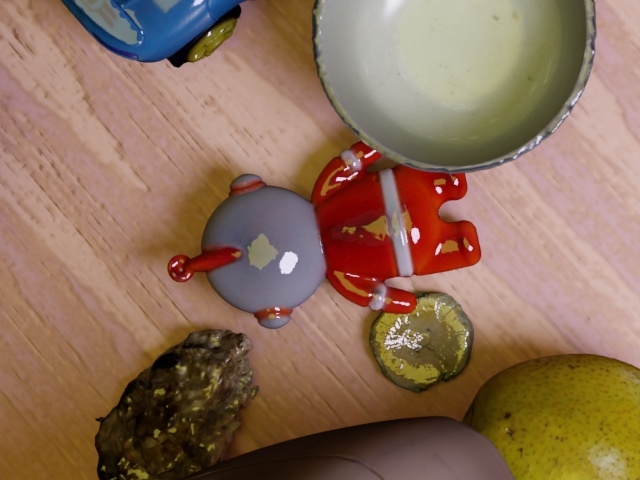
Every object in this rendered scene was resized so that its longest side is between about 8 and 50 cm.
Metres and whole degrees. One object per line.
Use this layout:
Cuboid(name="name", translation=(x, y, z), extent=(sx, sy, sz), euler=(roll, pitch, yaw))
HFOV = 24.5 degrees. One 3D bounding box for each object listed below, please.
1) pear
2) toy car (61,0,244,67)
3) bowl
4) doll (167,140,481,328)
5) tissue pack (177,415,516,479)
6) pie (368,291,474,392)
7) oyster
Cuboid(name="pear", translation=(0.188, 0.180, 1.080), extent=(0.198, 0.198, 0.198), euler=(0, 91, 8))
Cuboid(name="toy car", translation=(-0.082, -0.281, 1.122), extent=(0.314, 0.166, 0.198), euler=(-39, 89, 6))
Cuboid(name="bowl", translation=(0.102, -0.153, 1.119), extent=(0.211, 0.112, 0.211), euler=(0, 90, 7))
Cuboid(name="doll", translation=(0.000, 0.000, 1.155), extent=(0.245, 0.076, 0.142), euler=(-13, 85, 4))
Cuboid(name="tissue pack", translation=(-0.044, 0.287, 1.003), extent=(0.387, 0.277, 0.267), euler=(-26, 85, 40))
Cuboid(name="pie", translation=(0.081, 0.079, 1.171), extent=(0.084, 0.020, 0.084), euler=(0, 89, 6))
Cuboid(name="oyster", translation=(-0.113, 0.144, 1.186), extent=(0.177, 0.056, 0.105), euler=(-43, 77, 11))
